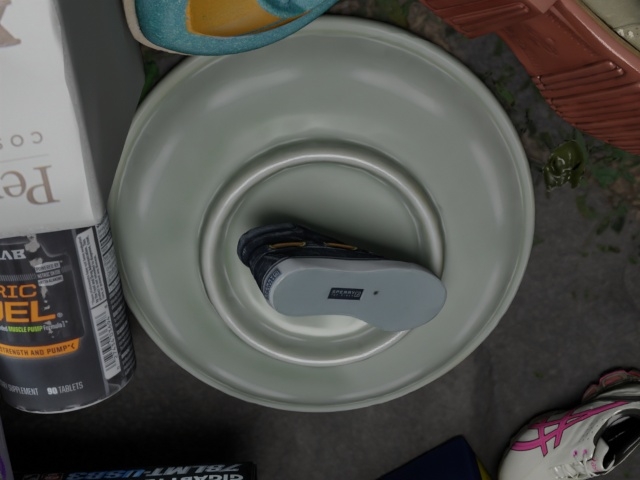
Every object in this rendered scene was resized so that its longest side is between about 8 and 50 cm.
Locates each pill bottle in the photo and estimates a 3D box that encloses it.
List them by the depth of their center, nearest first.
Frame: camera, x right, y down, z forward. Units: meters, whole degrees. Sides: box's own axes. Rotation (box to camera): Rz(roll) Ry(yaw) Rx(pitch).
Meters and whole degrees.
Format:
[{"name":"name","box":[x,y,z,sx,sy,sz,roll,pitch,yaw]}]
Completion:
[{"name":"pill bottle","box":[-0.248,0.020,1.225,0.131,0.130,0.245,-7,113,2]}]

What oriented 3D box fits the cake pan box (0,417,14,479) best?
[{"name":"cake pan box","box":[-0.413,0.155,1.226,0.246,0.266,0.070,-24,155,9]}]

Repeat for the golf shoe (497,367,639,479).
[{"name":"golf shoe","box":[0.250,0.202,1.341,0.186,0.086,0.067,-40,110,16]}]

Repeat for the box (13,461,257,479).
[{"name":"box","box":[-0.199,0.358,1.280,0.294,0.073,0.295,-2,104,-2]}]

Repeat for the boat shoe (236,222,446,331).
[{"name":"boat shoe","box":[0.020,0.025,1.165,0.183,0.083,0.065,9,117,-35]}]

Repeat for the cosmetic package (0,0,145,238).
[{"name":"cosmetic package","box":[-0.334,-0.226,1.007,0.330,0.327,0.393,-8,115,2]}]

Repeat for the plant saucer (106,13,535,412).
[{"name":"plant saucer","box":[0.000,0.000,1.239,0.401,0.100,0.400,0,113,-1]}]

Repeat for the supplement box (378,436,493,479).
[{"name":"supplement box","box":[0.161,0.415,1.372,0.195,0.194,0.356,-31,111,11]}]

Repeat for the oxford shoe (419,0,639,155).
[{"name":"oxford shoe","box":[0.236,-0.193,1.140,0.397,0.140,0.146,34,70,-31]}]

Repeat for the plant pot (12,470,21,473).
[{"name":"plant pot","box":[-0.314,0.325,1.361,0.237,0.110,0.237,-1,105,-2]}]

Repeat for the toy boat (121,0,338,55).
[{"name":"toy boat","box":[-0.075,-0.261,1.042,0.267,0.148,0.318,-39,139,12]}]
